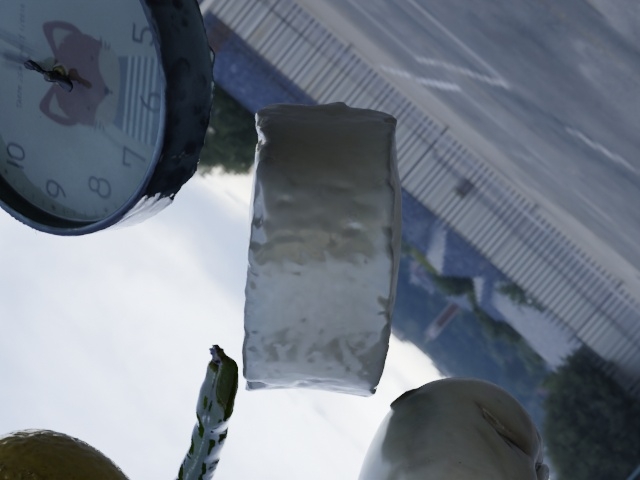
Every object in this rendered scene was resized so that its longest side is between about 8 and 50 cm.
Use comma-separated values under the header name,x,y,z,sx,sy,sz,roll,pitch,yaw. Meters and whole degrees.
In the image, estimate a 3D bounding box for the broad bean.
name,x,y,z,sx,sy,sz,roll,pitch,yaw
broad bean,-0.122,0.210,1.031,0.052,0.256,0.052,40,-139,27

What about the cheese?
name,x,y,z,sx,sy,sz,roll,pitch,yaw
cheese,0.003,-0.002,1.095,0.153,0.292,0.332,3,-147,-1

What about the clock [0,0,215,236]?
name,x,y,z,sx,sy,sz,roll,pitch,yaw
clock,-0.249,-0.161,0.993,0.325,0.325,0.067,42,-149,16

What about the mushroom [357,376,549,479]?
name,x,y,z,sx,sy,sz,roll,pitch,yaw
mushroom,0.192,0.305,1.037,0.336,0.315,0.314,6,180,10

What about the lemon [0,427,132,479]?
name,x,y,z,sx,sy,sz,roll,pitch,yaw
lemon,-0.334,0.367,1.237,0.310,0.258,0.258,23,-176,7
